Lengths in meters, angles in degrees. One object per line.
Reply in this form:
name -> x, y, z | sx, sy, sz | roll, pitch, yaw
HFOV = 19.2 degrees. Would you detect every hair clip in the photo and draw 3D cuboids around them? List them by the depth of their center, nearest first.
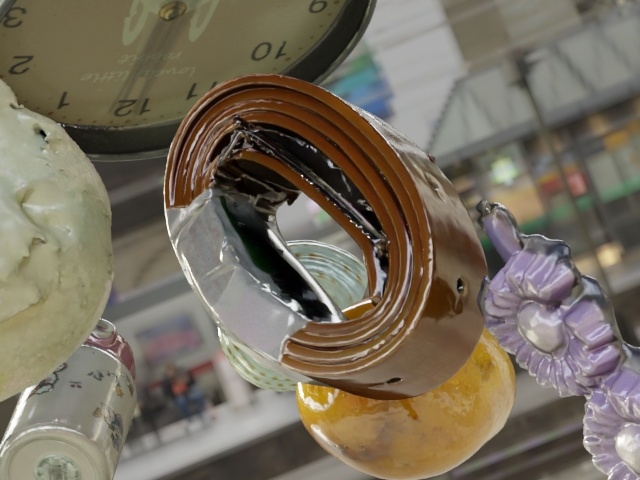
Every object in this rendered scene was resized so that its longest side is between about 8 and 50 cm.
hair clip -> 0.190, 0.089, 1.203 | 0.084, 0.292, 0.106 | -37, -9, -30

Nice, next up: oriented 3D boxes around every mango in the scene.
mango -> 0.073, 0.109, 1.431 | 0.112, 0.145, 0.219 | -39, -21, 32

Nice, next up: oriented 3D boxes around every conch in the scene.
conch -> -0.045, 0.073, 2.024 | 0.131, 0.172, 0.200 | 27, -9, -27

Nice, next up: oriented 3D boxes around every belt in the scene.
belt -> 0.000, 0.000, 1.317 | 0.184, 0.261, 0.105 | -56, -33, 9

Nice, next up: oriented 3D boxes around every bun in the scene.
bun -> -0.254, -0.004, 1.285 | 0.239, 0.239, 0.141 | -21, -12, -17

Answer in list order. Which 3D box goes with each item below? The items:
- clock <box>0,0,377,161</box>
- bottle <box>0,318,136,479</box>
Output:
clock -> -0.131, -0.205, 1.670 | 0.386, 0.076, 0.386 | -16, -28, -9
bottle -> -0.235, 0.162, 1.819 | 0.110, 0.110, 0.233 | -22, 23, 16
